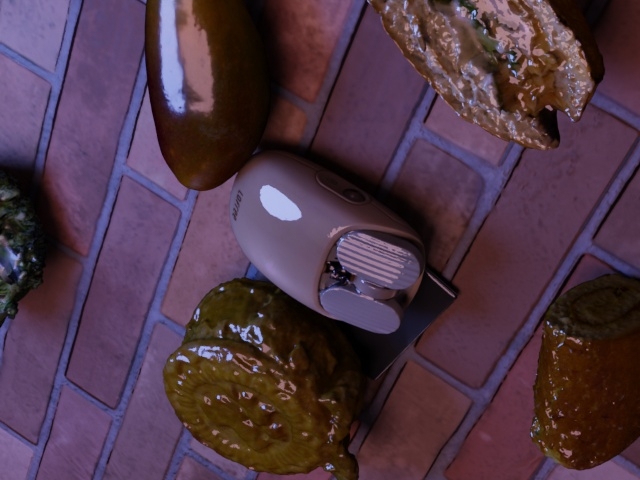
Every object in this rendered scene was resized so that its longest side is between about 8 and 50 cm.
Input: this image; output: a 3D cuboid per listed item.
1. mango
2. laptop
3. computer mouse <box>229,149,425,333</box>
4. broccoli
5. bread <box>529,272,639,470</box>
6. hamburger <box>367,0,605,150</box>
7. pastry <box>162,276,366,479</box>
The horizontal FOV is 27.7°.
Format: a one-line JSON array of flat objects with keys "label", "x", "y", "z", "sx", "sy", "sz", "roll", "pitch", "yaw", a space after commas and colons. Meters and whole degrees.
[{"label": "mango", "x": -0.113, "y": -0.169, "z": 1.314, "sx": 0.133, "sy": 0.111, "sz": 0.267, "roll": 27, "pitch": 134, "yaw": 34}, {"label": "laptop", "x": 0.058, "y": 0.068, "z": 1.434, "sx": 0.129, "sy": 0.016, "sz": 0.180, "roll": 41, "pitch": 133, "yaw": 2}, {"label": "computer mouse", "x": 0.000, "y": 0.000, "z": 1.366, "sx": 0.236, "sy": 0.082, "sz": 0.145, "roll": 34, "pitch": 129, "yaw": 17}, {"label": "broccoli", "x": -0.435, "y": 0.012, "z": 1.598, "sx": 0.198, "sy": 0.176, "sz": 0.226, "roll": 36, "pitch": 155, "yaw": -9}, {"label": "bread", "x": 0.271, "y": 0.128, "z": 1.274, "sx": 0.103, "sy": 0.132, "sz": 0.172, "roll": 36, "pitch": 139, "yaw": 39}, {"label": "hamburger", "x": 0.133, "y": -0.209, "z": 1.108, "sx": 0.144, "sy": 0.156, "sz": 0.283, "roll": -31, "pitch": 103, "yaw": 22}, {"label": "pastry", "x": -0.054, "y": 0.155, "z": 1.488, "sx": 0.235, "sy": 0.132, "sz": 0.240, "roll": 10, "pitch": 137, "yaw": 20}]
